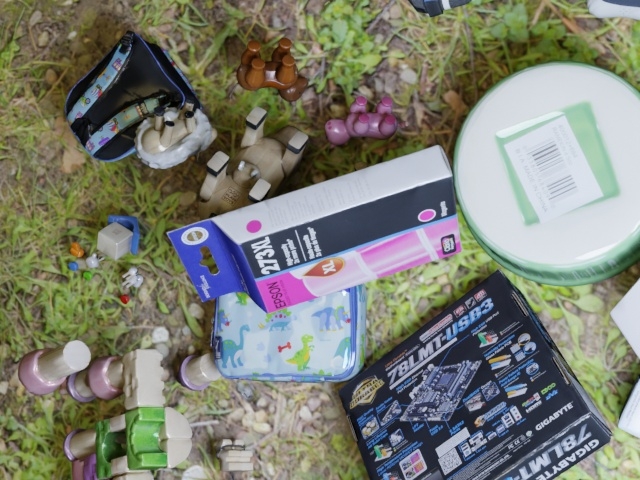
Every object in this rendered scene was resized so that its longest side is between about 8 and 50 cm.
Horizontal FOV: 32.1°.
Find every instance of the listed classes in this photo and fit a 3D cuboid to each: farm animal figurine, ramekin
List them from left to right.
[{"bbox_3d":[-0.047,-0.099,1.557,0.327,0.172,0.330,-35,72,-28],"label":"farm animal figurine"},{"bbox_3d":[0.318,-0.091,1.465,0.303,0.148,0.303,-1,87,17],"label":"ramekin"}]

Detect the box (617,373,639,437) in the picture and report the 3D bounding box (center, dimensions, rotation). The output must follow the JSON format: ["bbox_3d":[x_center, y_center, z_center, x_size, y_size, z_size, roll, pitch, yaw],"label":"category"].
[{"bbox_3d":[0.458,0.232,1.420,0.137,0.126,0.072,25,93,16],"label":"box"}]

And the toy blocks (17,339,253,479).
[{"bbox_3d":[-0.299,0.308,1.625,0.260,0.309,0.288,-25,65,47],"label":"toy blocks"}]

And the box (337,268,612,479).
[{"bbox_3d":[0.185,0.222,1.444,0.295,0.073,0.293,-38,35,10],"label":"box"}]

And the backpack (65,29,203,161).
[{"bbox_3d":[-0.286,-0.201,1.669,0.173,0.117,0.158,-40,77,11],"label":"backpack"}]

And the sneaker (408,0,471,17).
[{"bbox_3d":[0.138,-0.423,1.572,0.121,0.079,0.217,-21,83,13],"label":"sneaker"}]

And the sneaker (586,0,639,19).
[{"bbox_3d":[0.476,-0.284,1.455,0.235,0.094,0.153,-7,77,6],"label":"sneaker"}]

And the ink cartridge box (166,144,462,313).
[{"bbox_3d":[0.000,0.000,1.472,0.371,0.176,0.069,-16,54,1],"label":"ink cartridge box"}]

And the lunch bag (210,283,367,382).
[{"bbox_3d":[-0.046,0.116,1.596,0.219,0.090,0.176,1,81,16],"label":"lunch bag"}]

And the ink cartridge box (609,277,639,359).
[{"bbox_3d":[0.523,0.122,1.294,0.197,0.198,0.270,-59,46,40],"label":"ink cartridge box"}]

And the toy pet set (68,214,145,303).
[{"bbox_3d":[-0.317,0.016,1.711,0.122,0.065,0.114,31,131,19],"label":"toy pet set"}]
